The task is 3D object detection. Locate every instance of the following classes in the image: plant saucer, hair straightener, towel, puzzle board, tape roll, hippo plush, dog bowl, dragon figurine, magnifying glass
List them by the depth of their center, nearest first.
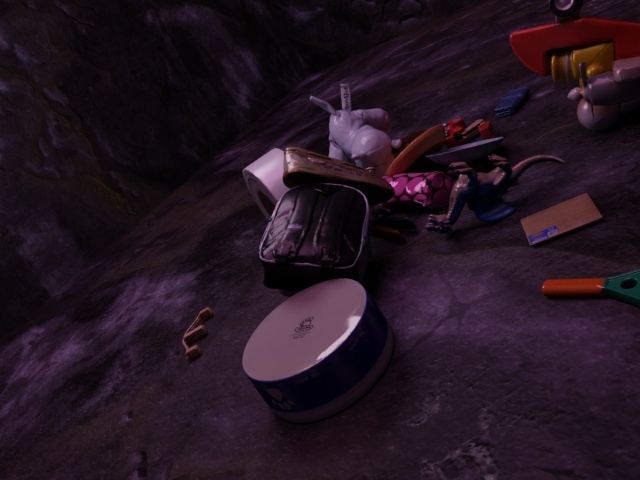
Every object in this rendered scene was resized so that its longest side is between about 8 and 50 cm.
[{"bbox_3d":[0.435,0.068,0.827,0.230,0.026,0.092,-4,36,46],"label":"magnifying glass"},{"bbox_3d":[-0.006,0.191,1.041,0.264,0.104,0.265,-27,23,13],"label":"dog bowl"},{"bbox_3d":[0.437,-0.037,1.050,0.128,0.011,0.096,-25,25,20],"label":"puzzle board"},{"bbox_3d":[0.347,-0.094,1.185,0.289,0.144,0.085,-12,22,-1],"label":"dragon figurine"},{"bbox_3d":[0.159,-0.049,1.394,0.089,0.047,0.230,-51,20,-11],"label":"hair straightener"},{"bbox_3d":[0.359,-0.216,1.424,0.194,0.038,0.195,-15,8,2],"label":"plant saucer"},{"bbox_3d":[-0.079,-0.092,1.482,0.100,0.286,0.286,-37,23,-13],"label":"tape roll"},{"bbox_3d":[0.257,-0.220,1.516,0.200,0.037,0.200,-38,-12,-10],"label":"plant saucer"},{"bbox_3d":[0.537,-0.388,1.611,0.067,0.029,0.119,-4,35,49],"label":"towel"},{"bbox_3d":[0.147,-0.281,1.641,0.234,0.294,0.236,-26,38,-18],"label":"hippo plush"},{"bbox_3d":[0.271,-0.291,1.765,0.168,0.029,0.168,-26,24,13],"label":"plant saucer"}]

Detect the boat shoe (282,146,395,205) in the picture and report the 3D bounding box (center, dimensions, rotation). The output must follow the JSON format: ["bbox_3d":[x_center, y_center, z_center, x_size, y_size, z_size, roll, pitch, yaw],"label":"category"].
[{"bbox_3d":[0.048,-0.151,1.339,0.104,0.285,0.089,-41,45,49],"label":"boat shoe"}]

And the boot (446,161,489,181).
[{"bbox_3d":[0.337,-0.162,1.401,0.106,0.037,0.114,-28,22,-25],"label":"boot"}]

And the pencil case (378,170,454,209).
[{"bbox_3d":[0.219,-0.118,1.404,0.209,0.095,0.098,2,61,57],"label":"pencil case"}]

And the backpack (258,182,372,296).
[{"bbox_3d":[0.000,0.000,1.233,0.225,0.191,0.254,4,52,11],"label":"backpack"}]

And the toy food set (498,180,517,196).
[{"bbox_3d":[0.372,-0.116,1.289,0.078,0.019,0.122,-42,32,-21],"label":"toy food set"}]

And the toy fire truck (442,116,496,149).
[{"bbox_3d":[0.405,-0.300,1.581,0.135,0.047,0.192,-22,24,23],"label":"toy fire truck"}]

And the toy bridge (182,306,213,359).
[{"bbox_3d":[-0.316,0.239,1.451,0.063,0.026,0.188,-29,23,14],"label":"toy bridge"}]

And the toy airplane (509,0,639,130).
[{"bbox_3d":[0.634,-0.358,1.192,0.385,0.273,0.384,-1,26,-21],"label":"toy airplane"}]
